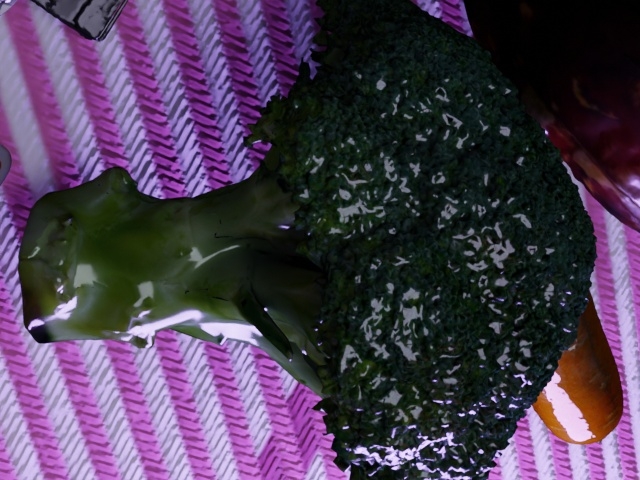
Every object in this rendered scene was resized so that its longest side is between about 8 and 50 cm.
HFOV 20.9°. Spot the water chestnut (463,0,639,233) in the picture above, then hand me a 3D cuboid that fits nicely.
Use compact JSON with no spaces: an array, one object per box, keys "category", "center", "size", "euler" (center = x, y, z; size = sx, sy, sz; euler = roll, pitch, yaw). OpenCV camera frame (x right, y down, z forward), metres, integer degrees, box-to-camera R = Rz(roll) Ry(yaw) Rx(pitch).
[{"category":"water chestnut","center":[0.216,-0.138,0.997],"size":[0.289,0.289,0.244],"euler":[-53,157,-5]}]

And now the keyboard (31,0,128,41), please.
[{"category":"keyboard","center":[-0.084,-0.218,0.902],"size":[0.072,0.023,0.231],"euler":[33,89,-32]}]

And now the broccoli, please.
[{"category":"broccoli","center":[0.000,0.000,0.934],"size":[0.297,0.297,0.297],"euler":[2,113,6]}]

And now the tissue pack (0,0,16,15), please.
[{"category":"tissue pack","center":[-0.274,-0.183,0.607],"size":[0.242,0.125,0.343],"euler":[-40,83,-14]}]

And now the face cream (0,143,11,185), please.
[{"category":"face cream","center":[-0.200,-0.049,0.893],"size":[0.083,0.021,0.040],"euler":[36,87,-38]}]

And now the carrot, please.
[{"category":"carrot","center":[0.151,0.047,1.145],"size":[0.067,0.067,0.225],"euler":[-33,123,-19]}]
